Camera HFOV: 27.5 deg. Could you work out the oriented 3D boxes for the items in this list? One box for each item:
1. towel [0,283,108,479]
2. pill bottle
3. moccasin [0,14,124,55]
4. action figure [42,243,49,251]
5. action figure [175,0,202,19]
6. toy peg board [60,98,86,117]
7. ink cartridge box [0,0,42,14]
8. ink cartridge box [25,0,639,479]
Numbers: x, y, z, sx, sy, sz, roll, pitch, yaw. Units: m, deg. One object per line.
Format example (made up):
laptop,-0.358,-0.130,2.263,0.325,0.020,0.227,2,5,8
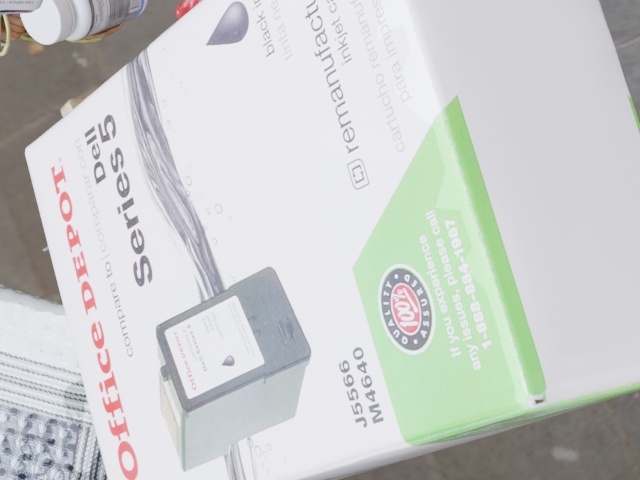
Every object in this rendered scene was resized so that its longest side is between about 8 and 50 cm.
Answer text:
towel,-0.198,0.207,1.030,0.324,0.056,0.312,16,95,14
pill bottle,-0.269,-0.273,1.486,0.078,0.137,0.078,20,124,32
moccasin,-0.389,-0.304,1.592,0.147,0.380,0.139,28,99,30
action figure,-0.218,0.007,1.528,0.164,0.275,0.141,-18,101,6
action figure,-0.048,-0.167,1.182,0.139,0.280,0.091,-29,123,6
toy peg board,-0.149,-0.037,1.148,0.079,0.161,0.161,-40,71,32
ink cartridge box,-0.309,-0.315,0.984,0.151,0.270,0.395,52,129,25
ink cartridge box,0.000,0.000,0.560,0.273,0.115,0.198,-28,74,47
